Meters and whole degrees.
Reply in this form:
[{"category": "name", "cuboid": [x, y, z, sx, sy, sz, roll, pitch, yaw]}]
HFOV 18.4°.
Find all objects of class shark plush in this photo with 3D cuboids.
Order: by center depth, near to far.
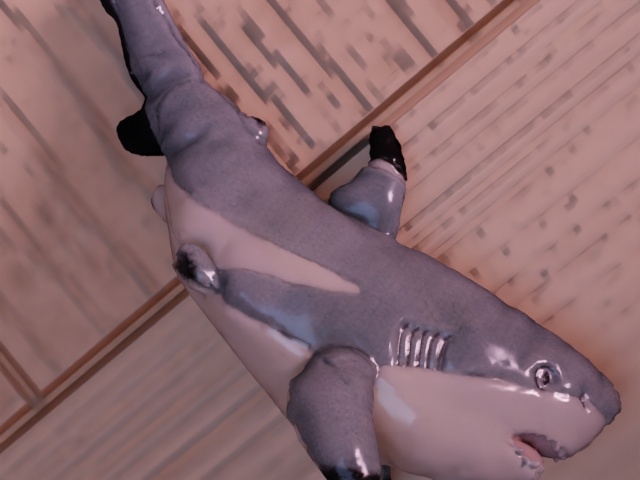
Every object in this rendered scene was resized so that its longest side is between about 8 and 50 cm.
[{"category": "shark plush", "cuboid": [0.000, 0.000, 0.493, 0.067, 0.073, 0.161, -38, 68, -1]}]
